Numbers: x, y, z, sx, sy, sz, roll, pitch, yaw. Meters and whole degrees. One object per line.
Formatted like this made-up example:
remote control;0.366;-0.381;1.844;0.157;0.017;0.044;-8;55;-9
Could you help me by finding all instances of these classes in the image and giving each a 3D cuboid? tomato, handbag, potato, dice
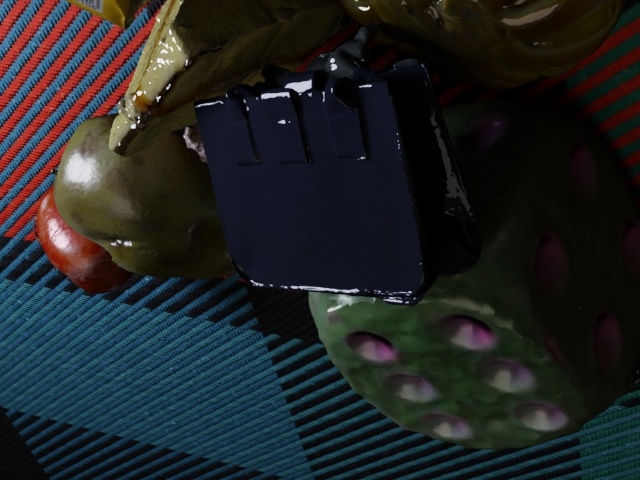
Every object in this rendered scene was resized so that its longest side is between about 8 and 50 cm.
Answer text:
tomato;-0.351;-0.012;1.951;0.187;0.151;0.187;42;-176;-4
handbag;0.010;-0.081;1.328;0.325;0.118;0.269;2;112;47
potato;-0.221;-0.051;1.780;0.218;0.202;0.351;-22;139;33
dice;0.193;0.045;1.527;0.318;0.330;0.322;-9;135;41

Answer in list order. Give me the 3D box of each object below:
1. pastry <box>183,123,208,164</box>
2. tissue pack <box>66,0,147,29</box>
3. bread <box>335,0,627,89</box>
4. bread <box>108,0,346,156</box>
pastry;-0.080;-0.115;1.677;0.265;0.103;0.112;31;150;-13
tissue pack;-0.298;-0.436;1.268;0.382;0.228;0.293;26;142;0
bread;0.146;-0.272;1.281;0.333;0.160;0.333;18;148;12
bread;-0.117;-0.203;1.465;0.198;0.236;0.263;32;145;-11
